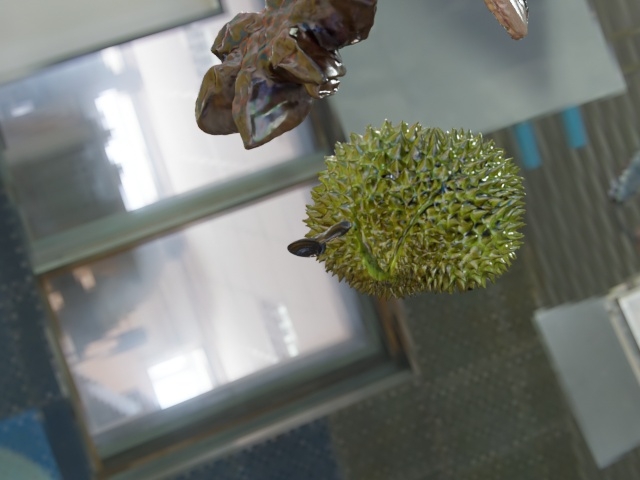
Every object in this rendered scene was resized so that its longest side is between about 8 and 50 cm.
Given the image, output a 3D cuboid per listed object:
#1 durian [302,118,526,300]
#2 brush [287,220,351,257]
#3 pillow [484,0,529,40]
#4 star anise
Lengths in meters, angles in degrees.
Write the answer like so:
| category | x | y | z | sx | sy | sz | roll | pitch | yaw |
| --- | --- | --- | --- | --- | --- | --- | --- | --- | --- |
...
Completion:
| category | x | y | z | sx | sy | sz | roll | pitch | yaw |
| --- | --- | --- | --- | --- | --- | --- | --- | --- | --- |
| durian | 0.085 | -0.027 | 1.327 | 0.159 | 0.198 | 0.146 | -8 | -91 | 65 |
| brush | 0.000 | 0.000 | 1.146 | 0.083 | 0.024 | 0.008 | -29 | -135 | 58 |
| pillow | 0.164 | -0.274 | 1.602 | 0.135 | 0.034 | 0.211 | 58 | 19 | -17 |
| star anise | -0.036 | -0.243 | 1.907 | 0.315 | 0.108 | 0.315 | -34 | -137 | 40 |
